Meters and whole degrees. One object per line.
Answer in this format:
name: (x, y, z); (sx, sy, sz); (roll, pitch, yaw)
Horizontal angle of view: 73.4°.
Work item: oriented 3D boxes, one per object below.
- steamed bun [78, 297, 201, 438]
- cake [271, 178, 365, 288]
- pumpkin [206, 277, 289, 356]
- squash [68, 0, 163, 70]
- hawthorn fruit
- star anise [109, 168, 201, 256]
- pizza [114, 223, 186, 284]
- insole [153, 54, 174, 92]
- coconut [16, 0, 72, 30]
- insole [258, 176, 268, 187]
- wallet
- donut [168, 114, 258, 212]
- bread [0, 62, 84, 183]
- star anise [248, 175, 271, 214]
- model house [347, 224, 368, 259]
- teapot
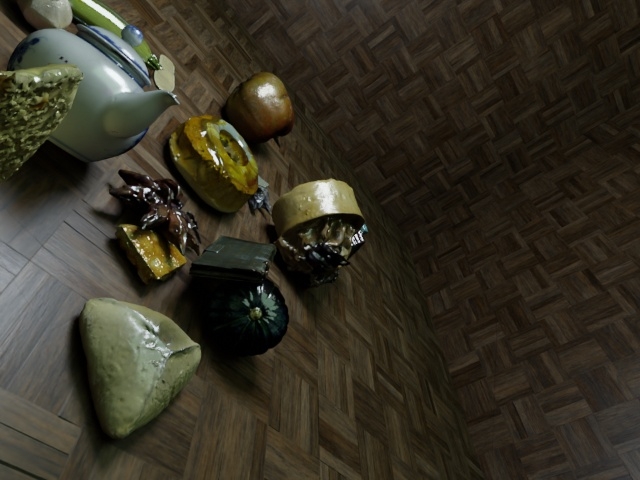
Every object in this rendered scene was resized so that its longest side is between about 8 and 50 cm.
steamed bun: (-0.291, 0.196, 0.749); (0.212, 0.110, 0.231); (13, 51, -65)
cake: (0.008, -0.001, 1.484); (0.332, 0.332, 0.321); (23, 46, -59)
pumpkin: (-0.167, 0.171, 0.999); (0.194, 0.194, 0.150); (51, -8, -21)
squash: (-0.601, -0.613, 1.249); (0.341, 0.094, 0.095); (29, 34, -50)
hawthorn fruit: (-0.232, -0.517, 1.759); (0.301, 0.267, 0.268); (61, 17, -22)
star anise: (-0.345, -0.076, 0.981); (0.272, 0.102, 0.272); (46, 6, -6)
pizza: (-0.362, 0.035, 0.908); (0.175, 0.046, 0.134); (44, 22, -36)
insole: (-0.530, -0.570, 1.470); (0.081, 0.011, 0.248); (40, 26, -41)
coconut: (-0.641, -0.545, 1.004); (0.125, 0.110, 0.110); (55, 19, 2)
insole: (-0.264, -0.238, 1.501); (0.192, 0.010, 0.063); (34, 31, 9)
wallet: (-0.201, 0.043, 1.059); (0.317, 0.168, 0.044); (-99, -163, -79)
donut: (-0.309, -0.250, 1.307); (0.330, 0.160, 0.330); (41, 24, -22)
bread: (-0.503, -0.183, 0.526); (0.279, 0.315, 0.248); (45, 20, -9)
star anise: (-0.230, -0.180, 1.540); (0.181, 0.061, 0.205); (47, 21, -30)
model house: (0.059, -0.055, 1.783); (0.230, 0.248, 0.281); (22, 40, -61)
teapot: (-0.443, -0.308, 0.840); (0.423, 0.280, 0.252); (31, -7, 24)
